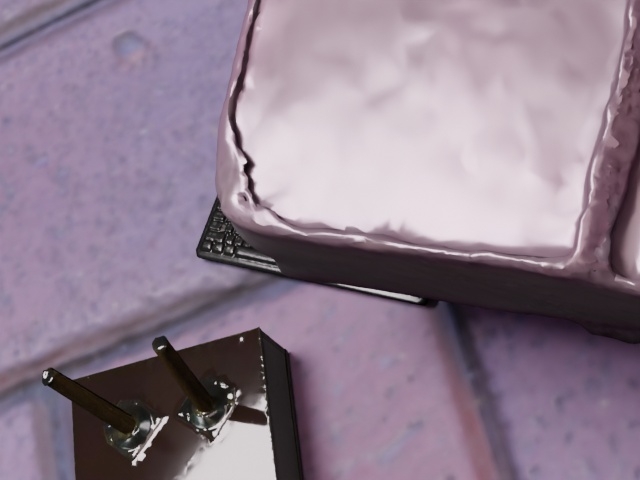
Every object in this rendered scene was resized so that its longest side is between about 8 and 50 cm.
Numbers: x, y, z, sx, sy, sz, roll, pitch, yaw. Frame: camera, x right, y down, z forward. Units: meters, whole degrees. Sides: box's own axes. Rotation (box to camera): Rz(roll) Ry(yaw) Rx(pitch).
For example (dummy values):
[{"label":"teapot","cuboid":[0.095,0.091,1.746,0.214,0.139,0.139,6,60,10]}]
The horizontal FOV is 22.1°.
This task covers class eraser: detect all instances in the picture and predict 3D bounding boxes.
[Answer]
[{"label":"eraser","cuboid":[0.111,-0.147,0.764,0.272,0.122,0.359,10,79,29]}]

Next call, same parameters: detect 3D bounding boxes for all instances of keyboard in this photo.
[{"label":"keyboard","cuboid":[0.000,0.000,0.939,0.155,0.010,0.053,11,72,28]}]

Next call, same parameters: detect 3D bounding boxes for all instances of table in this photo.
[{"label":"table","cuboid":[-0.079,0.163,0.844,0.121,0.111,0.240,-18,62,18]}]
